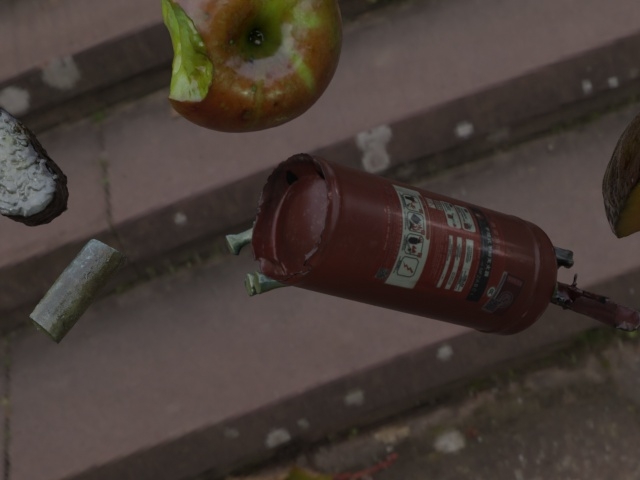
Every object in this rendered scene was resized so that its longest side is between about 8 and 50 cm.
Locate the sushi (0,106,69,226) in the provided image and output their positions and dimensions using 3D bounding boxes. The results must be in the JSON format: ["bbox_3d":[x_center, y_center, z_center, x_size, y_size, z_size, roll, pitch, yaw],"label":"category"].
[{"bbox_3d":[-0.357,-0.085,1.541,0.090,0.150,0.078,-40,-8,1],"label":"sushi"}]

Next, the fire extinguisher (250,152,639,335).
[{"bbox_3d":[0.119,0.023,1.095,0.337,0.106,0.147,14,10,-32],"label":"fire extinguisher"}]

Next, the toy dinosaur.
[{"bbox_3d":[-0.011,0.003,1.387,0.147,0.076,0.363,-16,2,-13],"label":"toy dinosaur"}]

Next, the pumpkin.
[{"bbox_3d":[0.400,-0.128,1.319,0.312,0.148,0.169,-15,62,29],"label":"pumpkin"}]

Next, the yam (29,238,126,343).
[{"bbox_3d":[-0.375,0.075,2.047,0.169,0.068,0.068,-51,40,-12],"label":"yam"}]

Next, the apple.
[{"bbox_3d":[-0.101,-0.248,1.594,0.246,0.246,0.226,-30,19,-14],"label":"apple"}]
